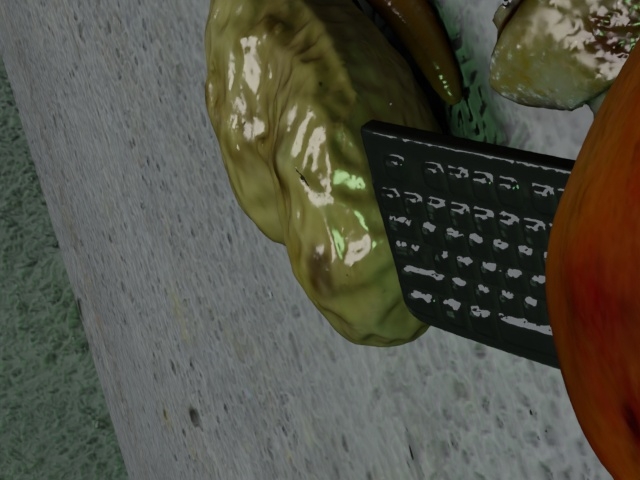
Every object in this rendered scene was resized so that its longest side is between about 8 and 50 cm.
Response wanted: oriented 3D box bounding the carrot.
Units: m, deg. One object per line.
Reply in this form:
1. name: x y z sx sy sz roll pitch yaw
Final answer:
1. carrot: 0.037 -0.130 0.872 0.142 0.035 0.035 61 160 24

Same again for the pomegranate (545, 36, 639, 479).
1. pomegranate: 0.147 0.004 0.334 0.209 0.209 0.209 163 90 -74

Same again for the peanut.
1. peanut: 0.006 -0.049 0.894 0.233 0.110 0.196 53 164 47

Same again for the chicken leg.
1. chicken leg: 0.119 -0.054 0.605 0.125 0.080 0.196 38 144 48

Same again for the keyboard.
1. keyboard: 0.089 0.005 0.606 0.381 0.041 0.103 21 135 48
